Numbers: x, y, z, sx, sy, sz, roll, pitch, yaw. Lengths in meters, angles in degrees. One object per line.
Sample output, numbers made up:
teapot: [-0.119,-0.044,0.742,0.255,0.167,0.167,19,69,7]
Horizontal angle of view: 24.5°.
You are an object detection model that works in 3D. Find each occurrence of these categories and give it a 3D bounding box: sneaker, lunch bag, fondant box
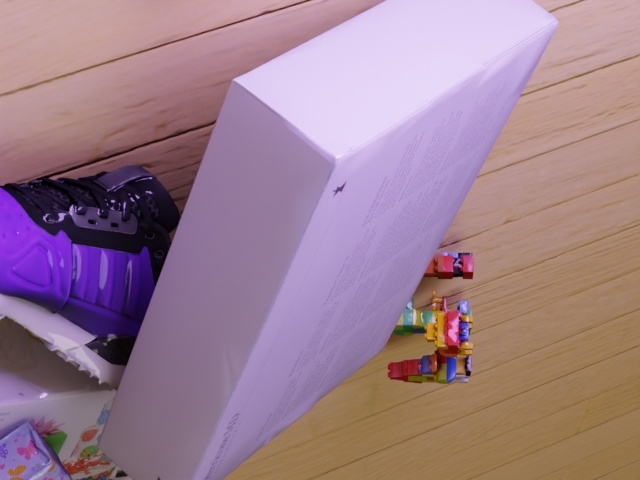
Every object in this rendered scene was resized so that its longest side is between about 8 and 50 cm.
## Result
sneaker: [-0.184,-0.007,1.056,0.146,0.102,0.293,-47,143,-2]
lunch bag: [-0.244,0.189,1.147,0.083,0.053,0.071,-36,152,-8]
fondant box: [-0.281,0.193,1.265,0.238,0.096,0.330,-4,142,-36]

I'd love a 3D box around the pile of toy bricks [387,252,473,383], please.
pile of toy bricks: [0.093,0.078,1.419,0.105,0.118,0.212,1,166,4]

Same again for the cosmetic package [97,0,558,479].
cosmetic package: [0.000,0.000,1.091,0.284,0.097,0.377,-37,159,-46]
